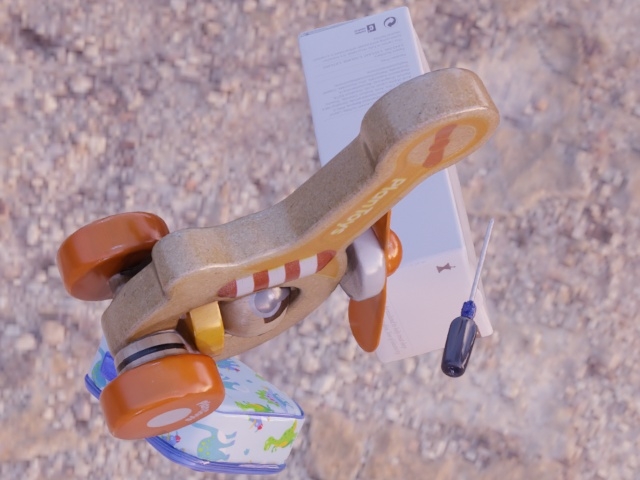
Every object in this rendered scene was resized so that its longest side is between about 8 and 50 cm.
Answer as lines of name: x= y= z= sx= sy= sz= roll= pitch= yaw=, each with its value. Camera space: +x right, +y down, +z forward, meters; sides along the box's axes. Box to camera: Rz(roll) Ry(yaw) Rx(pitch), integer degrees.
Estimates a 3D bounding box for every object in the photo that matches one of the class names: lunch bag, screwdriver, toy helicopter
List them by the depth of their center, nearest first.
toy helicopter: x=0.000 y=0.000 z=0.977 sx=0.235 sy=0.355 sz=0.140 roll=-1 pitch=61 yaw=-42
screwdriver: x=0.120 y=0.038 z=1.150 sx=0.024 sy=0.025 sz=0.170 roll=-7 pitch=46 yaw=27
lunch bag: x=-0.142 y=0.173 z=1.582 sx=0.219 sy=0.090 sz=0.176 roll=30 pitch=11 yaw=40

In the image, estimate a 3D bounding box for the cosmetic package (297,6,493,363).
cosmetic package: x=0.092 y=-0.070 z=1.806 sx=0.156 sy=0.217 sz=0.385 roll=-14 pitch=54 yaw=9
